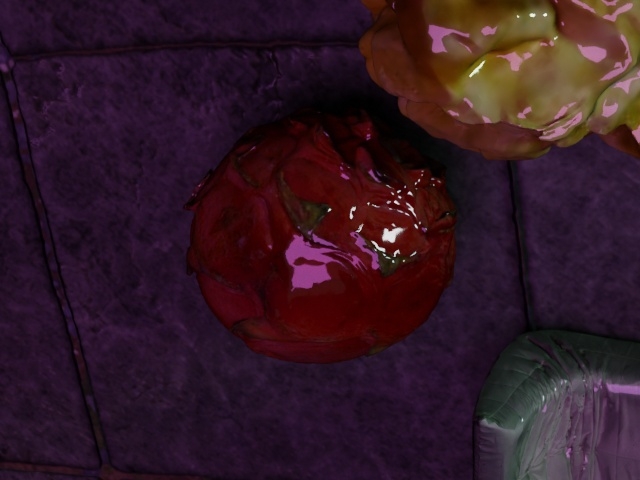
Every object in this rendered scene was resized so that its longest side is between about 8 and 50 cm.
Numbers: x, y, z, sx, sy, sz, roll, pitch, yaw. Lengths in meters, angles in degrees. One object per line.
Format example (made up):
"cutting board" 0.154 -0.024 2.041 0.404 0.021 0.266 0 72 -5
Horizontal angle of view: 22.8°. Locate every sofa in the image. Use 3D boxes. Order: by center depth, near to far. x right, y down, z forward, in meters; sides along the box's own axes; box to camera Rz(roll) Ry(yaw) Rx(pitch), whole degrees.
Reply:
"sofa" 0.258 0.208 1.447 0.225 0.176 0.210 9 120 17

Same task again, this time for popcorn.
"popcorn" 0.189 -0.186 1.235 0.332 0.225 0.265 19 105 -1

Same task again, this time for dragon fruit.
"dragon fruit" 0.002 -0.004 1.404 0.252 0.241 0.241 -17 111 15
